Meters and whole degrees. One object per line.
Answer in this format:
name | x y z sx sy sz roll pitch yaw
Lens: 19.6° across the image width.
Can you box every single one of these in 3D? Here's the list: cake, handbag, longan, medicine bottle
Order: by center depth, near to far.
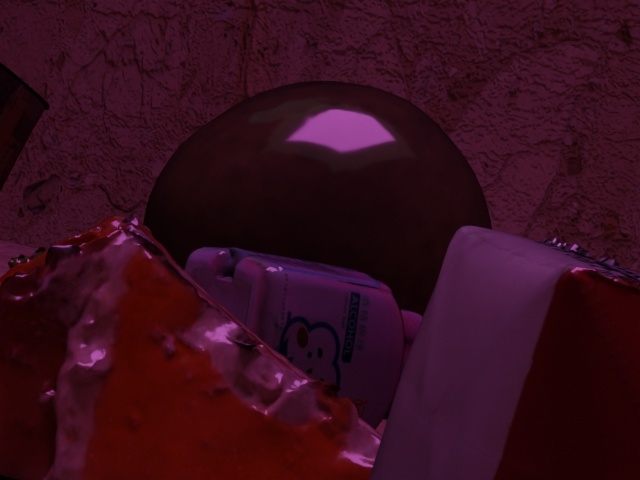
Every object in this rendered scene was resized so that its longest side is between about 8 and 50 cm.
handbag | 0.178 0.109 0.714 0.298 0.151 0.171 19 3 -11
cake | -0.033 0.080 0.863 0.287 0.135 0.098 21 -16 -9
medicine bottle | -0.007 0.074 1.249 0.094 0.119 0.188 12 0 45
longan | 0.000 0.000 1.694 0.319 0.319 0.319 12 0 0

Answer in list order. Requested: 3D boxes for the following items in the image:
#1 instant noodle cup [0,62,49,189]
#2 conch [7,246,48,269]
instant noodle cup | -0.340 -0.067 1.449 0.217 0.207 0.217 31 -8 5
conch | -0.243 0.047 1.727 0.121 0.074 0.089 34 25 -27
